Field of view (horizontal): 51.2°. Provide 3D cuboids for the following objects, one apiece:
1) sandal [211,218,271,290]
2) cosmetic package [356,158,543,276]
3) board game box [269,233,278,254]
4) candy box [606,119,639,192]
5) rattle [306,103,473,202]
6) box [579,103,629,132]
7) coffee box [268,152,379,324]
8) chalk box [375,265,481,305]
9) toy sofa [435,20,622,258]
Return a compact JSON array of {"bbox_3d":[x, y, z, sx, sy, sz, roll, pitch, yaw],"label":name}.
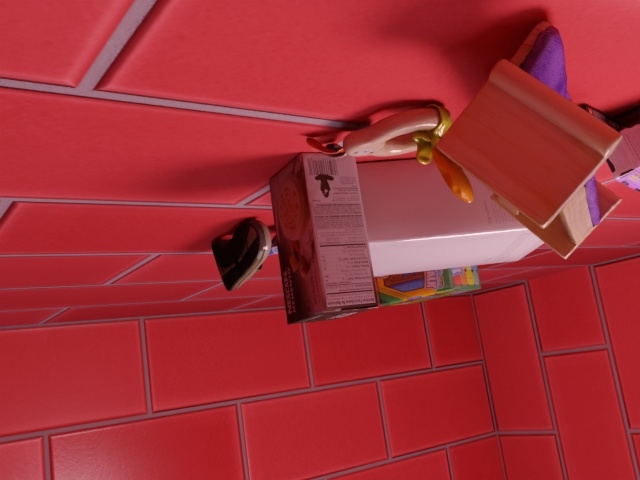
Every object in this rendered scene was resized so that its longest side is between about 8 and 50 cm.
[{"bbox_3d":[-0.162,0.034,1.477,0.086,0.120,0.303,-15,174,-32],"label":"sandal"},{"bbox_3d":[0.215,-0.043,1.206,0.385,0.156,0.217,-4,161,-15],"label":"cosmetic package"},{"bbox_3d":[-0.066,-0.002,1.480,0.090,0.020,0.090,-12,-158,19],"label":"board game box"},{"bbox_3d":[0.558,-0.157,1.035,0.196,0.070,0.165,-32,157,32],"label":"candy box"},{"bbox_3d":[0.093,-0.101,0.928,0.199,0.143,0.130,-15,-173,4],"label":"rattle"},{"bbox_3d":[0.419,-0.165,1.084,0.114,0.036,0.207,-19,165,41],"label":"box"},{"bbox_3d":[0.000,0.000,1.064,0.098,0.246,0.141,-2,168,-26],"label":"coffee box"},{"bbox_3d":[0.306,0.061,1.771,0.289,0.179,0.180,-16,167,36],"label":"chalk box"},{"bbox_3d":[0.292,-0.102,0.825,0.177,0.150,0.362,-50,157,10],"label":"toy sofa"}]
